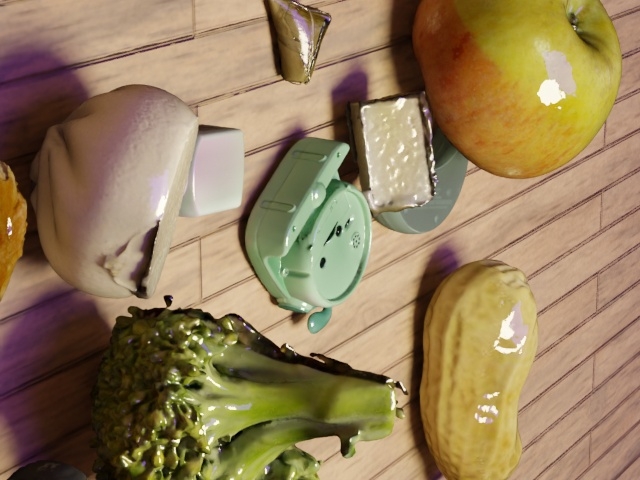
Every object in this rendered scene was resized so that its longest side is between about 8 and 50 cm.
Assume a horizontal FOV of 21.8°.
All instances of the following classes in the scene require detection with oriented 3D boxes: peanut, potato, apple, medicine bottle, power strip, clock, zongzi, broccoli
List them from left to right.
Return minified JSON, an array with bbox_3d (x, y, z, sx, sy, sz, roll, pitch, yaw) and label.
[{"bbox_3d":[-0.119,-0.059,1.452,0.118,0.055,0.074,-18,114,-58],"label":"medicine bottle"},{"bbox_3d":[-0.081,0.177,1.363,0.180,0.273,0.242,-62,148,-35],"label":"broccoli"},{"bbox_3d":[-0.033,-0.192,1.584,0.083,0.040,0.076,14,93,-48],"label":"zongzi"},{"bbox_3d":[-0.001,0.000,1.667,0.148,0.060,0.188,-62,146,-29],"label":"clock"},{"bbox_3d":[0.072,-0.092,1.720,0.061,0.086,0.122,-130,-148,-74],"label":"potato"},{"bbox_3d":[0.111,-0.075,1.852,0.216,0.044,0.137,-1,99,-59],"label":"power strip"},{"bbox_3d":[0.188,0.168,1.967,0.147,0.147,0.305,-20,119,-57],"label":"peanut"},{"bbox_3d":[0.216,-0.193,1.814,0.261,0.194,0.261,33,46,-41],"label":"apple"}]

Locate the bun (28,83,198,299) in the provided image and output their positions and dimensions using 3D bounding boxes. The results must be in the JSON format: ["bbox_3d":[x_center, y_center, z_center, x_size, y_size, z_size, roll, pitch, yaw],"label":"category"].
[{"bbox_3d":[-0.168,-0.044,1.304,0.173,0.120,0.173,-163,-90,-88],"label":"bun"}]

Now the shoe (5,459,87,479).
[{"bbox_3d":[-0.220,0.220,1.317,0.241,0.108,0.093,35,67,-65],"label":"shoe"}]

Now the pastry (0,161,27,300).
[{"bbox_3d":[-0.269,-0.001,1.185,0.153,0.081,0.153,-15,108,-60],"label":"pastry"}]
